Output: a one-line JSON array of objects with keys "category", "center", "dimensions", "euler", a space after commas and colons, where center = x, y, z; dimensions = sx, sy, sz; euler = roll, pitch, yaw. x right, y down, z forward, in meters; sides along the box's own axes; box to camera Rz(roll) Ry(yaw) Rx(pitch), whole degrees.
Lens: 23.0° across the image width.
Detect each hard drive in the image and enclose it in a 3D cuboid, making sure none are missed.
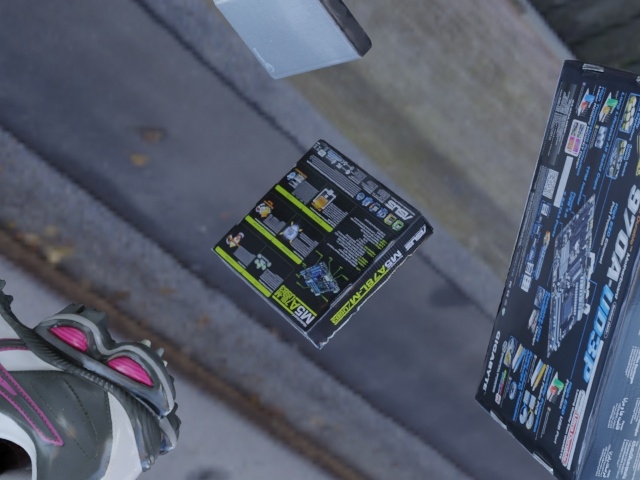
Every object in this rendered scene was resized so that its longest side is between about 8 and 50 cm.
[{"category": "hard drive", "center": [-0.026, -0.189, 1.356], "dimensions": [0.094, 0.022, 0.135], "euler": [51, 152, -21]}]

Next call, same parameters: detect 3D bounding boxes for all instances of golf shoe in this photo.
[{"category": "golf shoe", "center": [-0.215, 0.078, 0.928], "dimensions": [0.273, 0.120, 0.105], "euler": [19, 141, 29]}]

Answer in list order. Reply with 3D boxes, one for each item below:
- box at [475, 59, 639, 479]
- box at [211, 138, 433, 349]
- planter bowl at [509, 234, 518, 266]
[{"category": "box", "center": [0.158, 0.016, 0.873], "dimensions": [0.051, 0.175, 0.220], "euler": [12, 98, -14]}, {"category": "box", "center": [0.000, 0.000, 1.751], "dimensions": [0.184, 0.191, 0.045], "euler": [-48, 139, -4]}, {"category": "planter bowl", "center": [0.311, 0.039, 1.626], "dimensions": [0.217, 0.217, 0.090], "euler": [-20, 158, 24]}]
